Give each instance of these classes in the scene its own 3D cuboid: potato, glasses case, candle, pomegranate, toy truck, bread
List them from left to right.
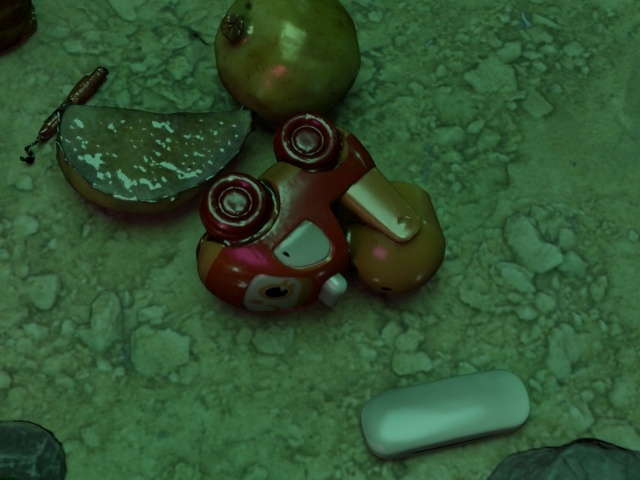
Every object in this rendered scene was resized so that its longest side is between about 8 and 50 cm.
[{"bbox_3d":[-0.440,-0.320,1.553,0.132,0.172,0.103,-32,67,-15],"label":"bread"},{"bbox_3d":[-0.333,-0.163,1.559,0.026,0.021,0.167,26,66,23],"label":"candle"},{"bbox_3d":[-0.202,-0.090,1.481,0.243,0.098,0.138,1,66,-9],"label":"potato"},{"bbox_3d":[-0.048,-0.239,1.514,0.196,0.196,0.196,0,62,-1],"label":"pomegranate"},{"bbox_3d":[0.000,0.000,1.393,0.239,0.189,0.265,44,69,10],"label":"toy truck"},{"bbox_3d":[0.141,0.195,1.363,0.193,0.049,0.074,-12,63,-7],"label":"glasses case"}]

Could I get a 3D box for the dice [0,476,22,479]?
[{"bbox_3d":[-0.284,0.416,1.101,0.287,0.297,0.300,40,69,20],"label":"dice"}]
